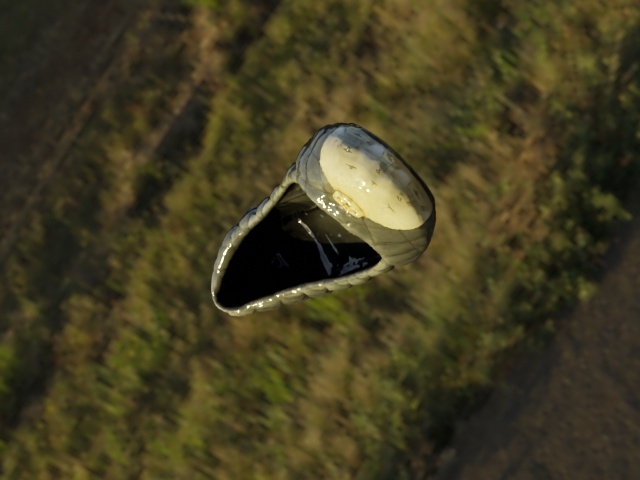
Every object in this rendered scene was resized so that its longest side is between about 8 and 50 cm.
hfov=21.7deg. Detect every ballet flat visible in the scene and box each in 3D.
[{"bbox_3d":[0.000,0.000,0.613,0.049,0.057,0.173,-42,-1,-20],"label":"ballet flat"}]
